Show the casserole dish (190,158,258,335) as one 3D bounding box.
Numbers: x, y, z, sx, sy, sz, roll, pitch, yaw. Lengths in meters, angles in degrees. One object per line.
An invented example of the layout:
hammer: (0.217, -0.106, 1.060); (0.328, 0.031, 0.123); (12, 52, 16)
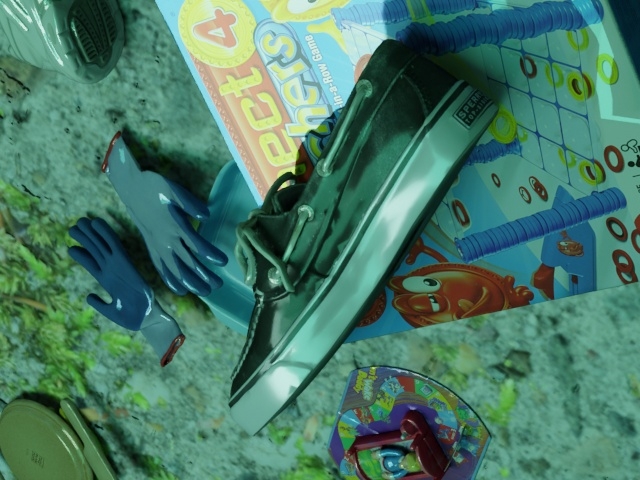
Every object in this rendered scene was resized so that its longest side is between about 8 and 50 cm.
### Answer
casserole dish: (-0.042, 0.002, 1.341); (0.114, 0.037, 0.188); (30, 131, 9)

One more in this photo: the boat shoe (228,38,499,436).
boat shoe: (-0.001, 0.001, 1.114); (0.105, 0.113, 0.306); (36, 125, 6)

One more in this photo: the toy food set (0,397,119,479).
toy food set: (-0.266, 0.211, 1.628); (0.192, 0.038, 0.132); (-17, 105, 43)

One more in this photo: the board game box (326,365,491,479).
board game box: (0.067, 0.185, 1.409); (0.133, 0.033, 0.168); (26, 131, 12)

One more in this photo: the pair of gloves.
pair of gloves: (-0.150, 0.012, 1.393); (0.159, 0.023, 0.198); (50, 137, 20)

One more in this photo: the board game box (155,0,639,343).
board game box: (0.085, -0.097, 1.139); (0.302, 0.086, 0.308); (-15, 114, 29)

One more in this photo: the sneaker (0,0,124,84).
sneaker: (-0.241, -0.225, 1.265); (0.115, 0.090, 0.232); (5, 123, 32)
